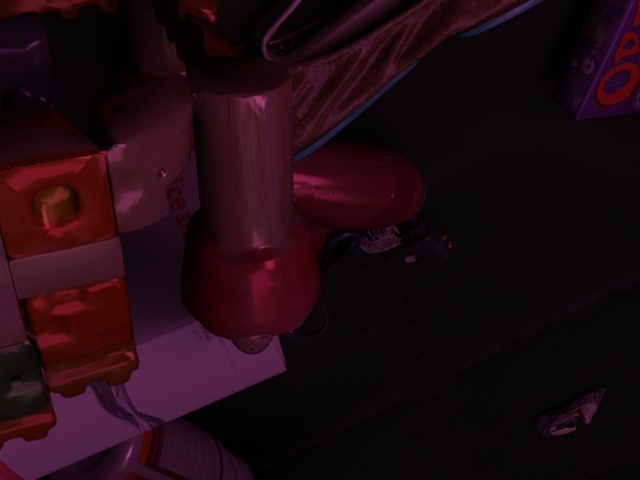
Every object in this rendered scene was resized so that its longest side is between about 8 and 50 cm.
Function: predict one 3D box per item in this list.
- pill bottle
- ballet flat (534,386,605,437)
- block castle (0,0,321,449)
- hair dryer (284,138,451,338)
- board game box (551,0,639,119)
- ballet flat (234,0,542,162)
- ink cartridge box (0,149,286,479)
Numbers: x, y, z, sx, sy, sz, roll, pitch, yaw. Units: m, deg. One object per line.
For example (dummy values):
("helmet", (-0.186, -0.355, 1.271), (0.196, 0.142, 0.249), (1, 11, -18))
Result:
("pill bottle", (-0.173, 0.245, 1.016), (0.121, 0.121, 0.221), (-37, 138, 10))
("ballet flat", (0.365, 0.251, 1.367), (0.114, 0.041, 0.041), (-26, 139, -2))
("block castle", (-0.246, -0.025, 0.573), (0.453, 0.303, 0.213), (-13, 130, -16))
("hair dryer", (0.000, 0.000, 0.887), (0.223, 0.080, 0.293), (-32, 139, 3))
("board game box", (0.350, -0.264, 0.817), (0.208, 0.056, 0.347), (-7, 135, -25))
("ballet flat", (0.065, -0.194, 0.726), (0.342, 0.116, 0.124), (-32, 118, 10))
("ink cartridge box", (-0.192, 0.054, 0.746), (0.283, 0.207, 0.117), (-22, 140, -5))
